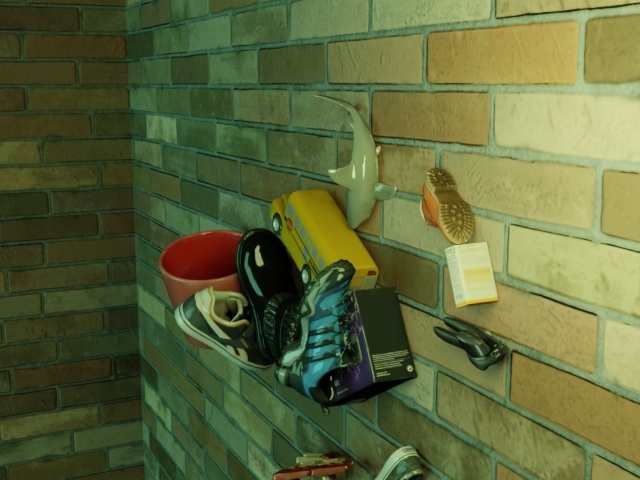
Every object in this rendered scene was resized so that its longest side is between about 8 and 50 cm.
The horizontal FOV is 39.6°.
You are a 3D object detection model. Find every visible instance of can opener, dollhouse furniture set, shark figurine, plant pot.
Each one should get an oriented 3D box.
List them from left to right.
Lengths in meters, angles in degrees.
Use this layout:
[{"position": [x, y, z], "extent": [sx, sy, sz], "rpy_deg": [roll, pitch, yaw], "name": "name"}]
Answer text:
[{"position": [-0.281, 0.138, 2.365], "extent": [0.275, 0.275, 0.243], "rpy_deg": [-133, 35, -53], "name": "plant pot"}, {"position": [0.019, 0.554, 1.848], "extent": [0.374, 0.152, 0.201], "rpy_deg": [37, -135, -78], "name": "dollhouse furniture set"}, {"position": [0.057, -0.162, 1.741], "extent": [0.166, 0.116, 0.278], "rpy_deg": [-7, 90, 64], "name": "shark figurine"}, {"position": [0.245, 0.161, 1.469], "extent": [0.073, 0.059, 0.186], "rpy_deg": [63, 170, -17], "name": "can opener"}]

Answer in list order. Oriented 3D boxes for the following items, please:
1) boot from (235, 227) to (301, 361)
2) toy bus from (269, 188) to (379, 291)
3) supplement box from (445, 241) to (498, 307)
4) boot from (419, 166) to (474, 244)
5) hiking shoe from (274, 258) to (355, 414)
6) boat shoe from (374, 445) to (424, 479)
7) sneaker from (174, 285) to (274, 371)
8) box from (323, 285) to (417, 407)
[{"position": [-0.083, 0.135, 2.061], "extent": [0.260, 0.131, 0.348], "rpy_deg": [175, 80, -72], "name": "boot"}, {"position": [0.000, 0.000, 1.892], "extent": [0.333, 0.108, 0.130], "rpy_deg": [-121, 36, -43], "name": "toy bus"}, {"position": [0.244, 0.055, 1.437], "extent": [0.036, 0.062, 0.098], "rpy_deg": [149, 114, -64], "name": "supplement box"}, {"position": [0.210, -0.040, 1.505], "extent": [0.085, 0.059, 0.158], "rpy_deg": [108, 155, -45], "name": "boot"}, {"position": [0.023, 0.176, 1.688], "extent": [0.132, 0.113, 0.304], "rpy_deg": [32, 121, 23], "name": "hiking shoe"}, {"position": [0.141, 0.494, 1.721], "extent": [0.070, 0.078, 0.219], "rpy_deg": [-118, 35, -42], "name": "boat shoe"}, {"position": [-0.203, 0.222, 2.220], "extent": [0.127, 0.321, 0.126], "rpy_deg": [-40, 41, 19], "name": "sneaker"}, {"position": [0.074, 0.219, 1.789], "extent": [0.261, 0.103, 0.184], "rpy_deg": [136, 127, -59], "name": "box"}]
